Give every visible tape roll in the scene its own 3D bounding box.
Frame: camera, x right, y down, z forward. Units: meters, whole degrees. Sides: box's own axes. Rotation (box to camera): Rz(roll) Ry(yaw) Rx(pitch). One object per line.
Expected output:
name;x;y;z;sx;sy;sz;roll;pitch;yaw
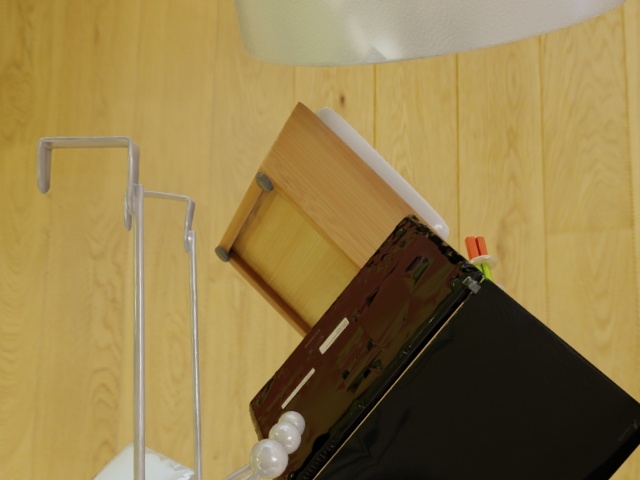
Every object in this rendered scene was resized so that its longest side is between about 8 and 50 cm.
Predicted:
tape roll;0.106;-0.255;0.933;0.391;0.392;0.072;-10;113;4

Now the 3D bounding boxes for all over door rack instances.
over door rack;-0.076;0.097;0.633;0.108;0.239;0.324;-13;83;-1

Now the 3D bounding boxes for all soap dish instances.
soap dish;0.000;0.000;1.122;0.229;0.291;0.118;45;62;4

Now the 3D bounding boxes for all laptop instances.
laptop;0.082;0.137;0.764;0.136;0.264;0.234;38;95;-21

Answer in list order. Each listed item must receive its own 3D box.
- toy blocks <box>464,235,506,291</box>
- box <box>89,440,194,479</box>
toy blocks;0.207;0.029;1.474;0.123;0.054;0.148;-17;61;8
box;-0.286;0.416;1.212;0.121;0.148;0.311;19;36;23
